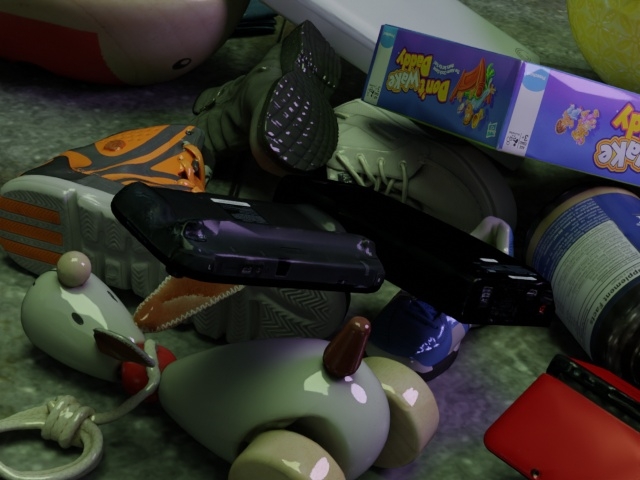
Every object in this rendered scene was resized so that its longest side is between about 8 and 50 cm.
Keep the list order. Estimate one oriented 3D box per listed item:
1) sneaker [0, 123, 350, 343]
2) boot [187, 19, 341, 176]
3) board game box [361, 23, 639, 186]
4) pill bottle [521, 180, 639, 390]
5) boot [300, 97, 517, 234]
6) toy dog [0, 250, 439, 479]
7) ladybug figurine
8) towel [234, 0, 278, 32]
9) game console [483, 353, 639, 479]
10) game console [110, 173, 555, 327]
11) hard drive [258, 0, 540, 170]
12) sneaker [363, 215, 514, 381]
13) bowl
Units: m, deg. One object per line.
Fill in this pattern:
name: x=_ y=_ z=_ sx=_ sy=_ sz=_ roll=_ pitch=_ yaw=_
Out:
sneaker: x=-0.103 y=-0.025 z=1.244 sx=0.321 sy=0.124 sz=0.180 roll=19 pitch=35 yaw=16
boot: x=-0.066 y=-0.102 z=1.377 sx=0.083 sy=0.161 sz=0.246 roll=49 pitch=26 yaw=-21
board game box: x=0.246 y=-0.110 z=1.360 sx=0.347 sy=0.078 sz=0.233 roll=11 pitch=10 yaw=-30
pill bottle: x=0.266 y=0.054 z=1.216 sx=0.123 sy=0.123 sz=0.219 roll=-4 pitch=35 yaw=-21
boot: x=0.063 y=-0.055 z=1.381 sx=0.123 sy=0.095 sz=0.258 roll=-19 pitch=33 yaw=-28
toy dog: x=-0.075 y=0.080 z=1.049 sx=0.334 sy=0.161 sz=0.220 roll=12 pitch=33 yaw=5
ladybug figurine: x=-0.286 y=-0.287 z=1.573 sx=0.449 sy=0.162 sz=0.305 roll=22 pitch=33 yaw=18
towel: x=-0.113 y=-0.264 z=1.706 sx=0.119 sy=0.029 sz=0.067 roll=-11 pitch=38 yaw=-28
game console: x=0.215 y=0.154 z=1.059 sx=0.144 sy=0.085 sz=0.124 roll=34 pitch=9 yaw=36
game console: x=0.000 y=0.000 z=1.055 sx=0.361 sy=0.044 sz=0.213 roll=7 pitch=17 yaw=-46
hard drive: x=0.079 y=-0.234 z=1.557 sx=0.353 sy=0.047 sz=0.233 roll=33 pitch=31 yaw=-11
sneaker: x=0.099 y=0.046 z=1.224 sx=0.080 sy=0.081 sz=0.211 roll=24 pitch=36 yaw=20
bowl: x=0.394 y=-0.206 z=1.608 sx=0.289 sy=0.156 sz=0.289 roll=12 pitch=23 yaw=-5
